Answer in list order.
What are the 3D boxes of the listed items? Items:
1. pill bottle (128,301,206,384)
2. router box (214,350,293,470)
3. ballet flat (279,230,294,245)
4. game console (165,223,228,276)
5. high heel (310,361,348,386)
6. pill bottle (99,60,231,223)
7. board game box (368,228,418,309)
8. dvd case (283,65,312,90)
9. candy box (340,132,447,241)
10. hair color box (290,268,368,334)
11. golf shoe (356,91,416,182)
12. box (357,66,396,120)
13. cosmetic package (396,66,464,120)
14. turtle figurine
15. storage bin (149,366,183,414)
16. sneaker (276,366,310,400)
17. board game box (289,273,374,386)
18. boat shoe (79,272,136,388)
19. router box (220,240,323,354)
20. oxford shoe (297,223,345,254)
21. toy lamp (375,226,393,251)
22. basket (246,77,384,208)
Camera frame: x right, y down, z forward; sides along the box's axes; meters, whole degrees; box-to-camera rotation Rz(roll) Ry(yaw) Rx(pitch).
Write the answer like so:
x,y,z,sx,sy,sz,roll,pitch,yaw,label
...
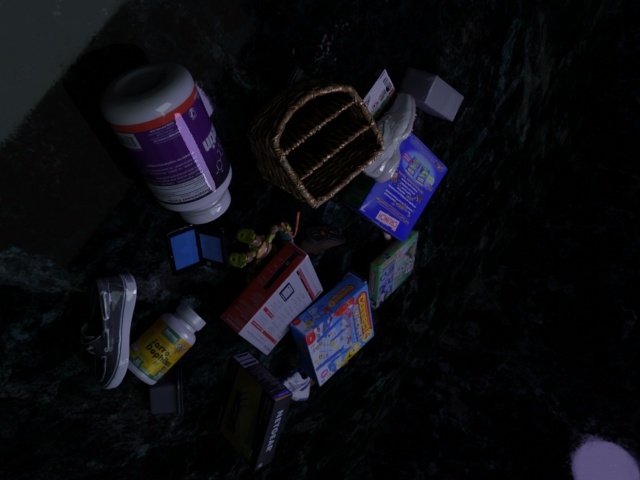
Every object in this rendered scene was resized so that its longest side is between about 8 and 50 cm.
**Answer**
x,y,z,sx,sy,sz,roll,pitch,yaw,label
-0.411,0.269,1.238,0.208,0.117,0.117,-46,143,-16,pill bottle
-0.235,0.575,1.575,0.081,0.243,0.308,-8,121,-48,router box
-0.104,-0.009,1.474,0.041,0.041,0.114,-37,140,-27,ballet flat
-0.316,0.032,1.205,0.085,0.124,0.144,-59,157,-50,game console
0.009,0.571,1.973,0.244,0.117,0.082,-48,144,-14,high heel
-0.299,-0.188,0.969,0.181,0.181,0.323,-42,142,-21,pill bottle
0.296,0.111,1.884,0.317,0.046,0.213,-35,136,-42,board game box
-0.040,-0.356,1.296,0.221,0.018,0.164,23,97,-54,dvd case
0.265,-0.196,1.643,0.268,0.122,0.317,32,88,-38,candy box
0.056,0.300,1.834,0.347,0.105,0.174,-45,142,-16,hair color box
0.205,-0.341,1.461,0.140,0.115,0.306,22,83,-24,golf shoe
0.152,-0.425,1.458,0.207,0.036,0.114,-55,145,-4,box
0.382,-0.502,1.603,0.238,0.127,0.107,9,110,-54,cosmetic package
-0.174,0.012,1.351,0.269,0.087,0.217,-56,161,8,turtle figurine
-0.451,0.440,1.356,0.091,0.098,0.135,-2,122,-18,storage bin
-0.146,0.558,1.814,0.296,0.112,0.131,18,84,-56,sneaker
0.053,0.329,1.693,0.302,0.086,0.308,-37,137,-25,board game box
-0.512,0.221,1.091,0.102,0.108,0.301,-4,116,-49,boat shoe
-0.137,0.195,1.474,0.301,0.082,0.335,-48,158,-14,router box
0.000,0.000,1.581,0.227,0.083,0.096,-3,141,-51,oxford shoe
0.265,-0.031,1.859,0.080,0.080,0.274,-47,143,-15,toy lamp
-0.006,-0.272,1.193,0.299,0.223,0.213,-40,141,-22,basket
